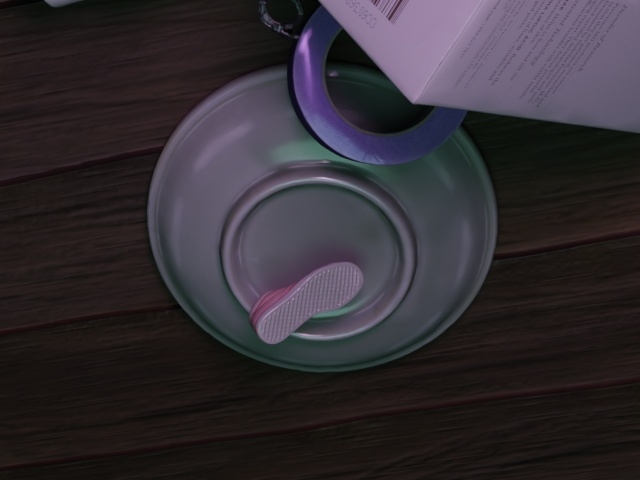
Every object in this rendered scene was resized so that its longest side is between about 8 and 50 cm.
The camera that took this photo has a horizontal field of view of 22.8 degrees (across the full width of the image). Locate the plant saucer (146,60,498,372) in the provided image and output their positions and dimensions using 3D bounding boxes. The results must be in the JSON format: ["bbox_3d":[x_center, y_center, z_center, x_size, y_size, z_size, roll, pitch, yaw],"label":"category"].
[{"bbox_3d":[0.000,0.000,1.770,0.401,0.100,0.400,1,120,2],"label":"plant saucer"}]

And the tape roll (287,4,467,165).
[{"bbox_3d":[0.061,-0.172,1.637,0.189,0.080,0.189,0,93,-5],"label":"tape roll"}]

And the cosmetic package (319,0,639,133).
[{"bbox_3d":[0.184,-0.228,1.456,0.385,0.217,0.156,-2,133,-48],"label":"cosmetic package"}]

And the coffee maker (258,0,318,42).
[{"bbox_3d":[-0.004,-0.311,1.547,0.120,0.178,0.171,41,113,-13],"label":"coffee maker"}]

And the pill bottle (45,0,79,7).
[{"bbox_3d":[-0.177,-0.314,1.584,0.229,0.131,0.131,-15,117,12],"label":"pill bottle"}]

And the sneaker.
[{"bbox_3d":[-0.021,0.062,1.726,0.134,0.070,0.051,-33,106,-12],"label":"sneaker"}]
